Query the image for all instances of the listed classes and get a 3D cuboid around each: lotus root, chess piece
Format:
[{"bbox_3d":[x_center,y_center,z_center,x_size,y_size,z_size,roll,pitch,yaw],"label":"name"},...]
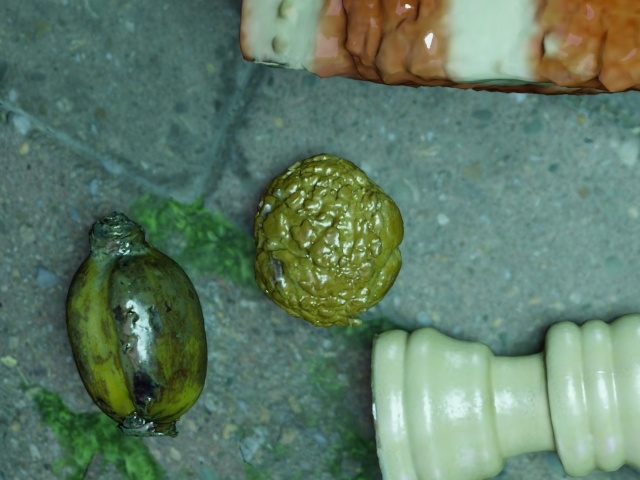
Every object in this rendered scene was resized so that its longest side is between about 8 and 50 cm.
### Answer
[{"bbox_3d":[-0.164,0.076,0.898,0.120,0.120,0.209,-8,96,20],"label":"lotus root"},{"bbox_3d":[0.201,0.128,0.786,0.307,0.124,0.138,-8,65,17],"label":"chess piece"}]

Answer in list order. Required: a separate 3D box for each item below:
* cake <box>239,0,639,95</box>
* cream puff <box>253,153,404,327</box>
[{"bbox_3d":[0.131,-0.228,0.634,0.320,0.270,0.269,10,101,38],"label":"cake"},{"bbox_3d":[0.002,0.001,0.829,0.126,0.103,0.143,11,97,18],"label":"cream puff"}]
